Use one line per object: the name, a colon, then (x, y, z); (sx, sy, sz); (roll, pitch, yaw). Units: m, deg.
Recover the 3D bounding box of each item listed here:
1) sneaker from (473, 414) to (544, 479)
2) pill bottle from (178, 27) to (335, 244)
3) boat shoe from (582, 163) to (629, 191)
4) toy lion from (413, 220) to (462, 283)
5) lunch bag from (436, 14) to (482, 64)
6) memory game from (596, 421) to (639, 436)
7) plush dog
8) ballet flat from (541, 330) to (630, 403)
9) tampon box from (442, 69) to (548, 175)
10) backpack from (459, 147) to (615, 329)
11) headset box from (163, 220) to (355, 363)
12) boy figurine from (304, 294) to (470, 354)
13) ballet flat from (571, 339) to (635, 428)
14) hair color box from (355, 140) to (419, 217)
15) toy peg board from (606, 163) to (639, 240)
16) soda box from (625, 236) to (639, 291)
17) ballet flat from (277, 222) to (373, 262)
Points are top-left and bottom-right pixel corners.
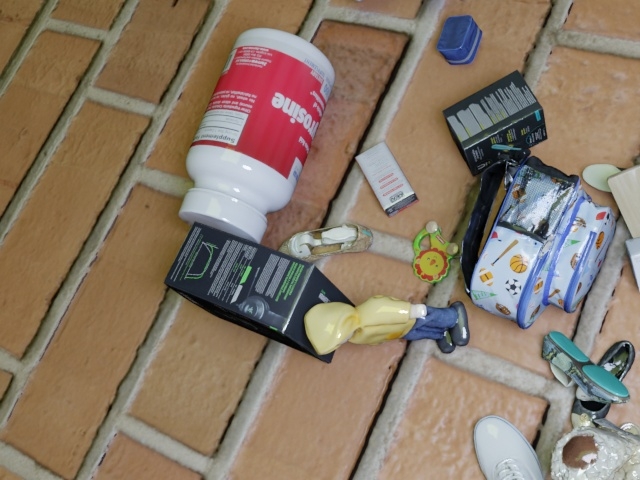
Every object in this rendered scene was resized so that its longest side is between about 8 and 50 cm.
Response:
sneaker: (0.319, 0.397, 1.221); (0.094, 0.091, 0.258); (-28, 62, 8)
pill bottle: (-0.136, -0.205, 1.566); (0.229, 0.229, 0.408); (13, 74, 25)
boat shoe: (0.542, -0.108, 1.380); (0.133, 0.042, 0.049); (11, 93, 24)
toy lion: (0.213, 0.028, 1.453); (0.096, 0.034, 0.100); (-43, 60, 8)
lunch bag: (0.292, -0.416, 1.588); (0.067, 0.065, 0.098); (11, 73, 40)
memory game: (0.486, 0.381, 1.211); (0.186, 0.012, 0.186); (-7, 66, 17)
plush dog: (0.454, 0.407, 1.120); (0.262, 0.210, 0.225); (20, 95, 23)
ballet flat: (0.427, 0.222, 1.246); (0.070, 0.070, 0.188); (-38, 33, 2)
tampon box: (0.332, -0.221, 1.458); (0.161, 0.120, 0.101); (-27, 62, 8)
backpack: (0.363, 0.018, 1.285); (0.213, 0.276, 0.263); (33, 95, 30)
headset box: (-0.096, 0.103, 1.413); (0.283, 0.246, 0.131); (19, 76, 25)
boy figurine: (0.114, 0.144, 1.301); (0.285, 0.177, 0.092); (2, 67, -26)
ballet flat: (0.461, 0.237, 1.259); (0.057, 0.049, 0.173); (27, 80, 29)
hair color box: (0.133, -0.124, 1.537); (0.072, 0.043, 0.141); (-29, 60, 7)
toy peg board: (0.593, -0.079, 1.302); (0.160, 0.079, 0.161); (-24, 106, 23)
soda box: (0.622, 0.017, 1.255); (0.216, 0.074, 0.069); (-15, 20, 18)
ballet flat: (0.000, 0.000, 1.521); (0.206, 0.067, 0.073); (-13, 65, 15)
